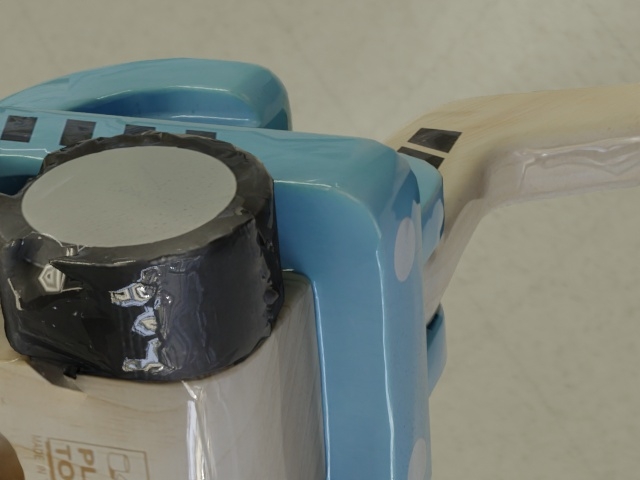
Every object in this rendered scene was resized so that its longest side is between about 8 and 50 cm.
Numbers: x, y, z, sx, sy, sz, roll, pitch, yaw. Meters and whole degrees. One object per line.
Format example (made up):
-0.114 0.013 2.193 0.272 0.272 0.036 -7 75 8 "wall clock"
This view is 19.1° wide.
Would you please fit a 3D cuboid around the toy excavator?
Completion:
0.000 0.000 0.877 0.433 0.445 0.222 6 120 19 "toy excavator"
